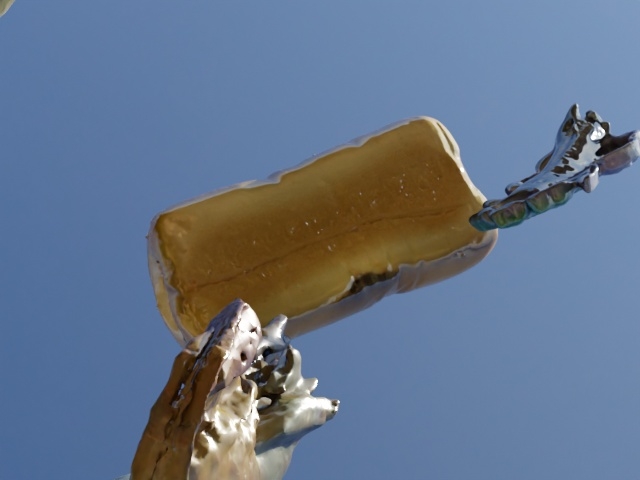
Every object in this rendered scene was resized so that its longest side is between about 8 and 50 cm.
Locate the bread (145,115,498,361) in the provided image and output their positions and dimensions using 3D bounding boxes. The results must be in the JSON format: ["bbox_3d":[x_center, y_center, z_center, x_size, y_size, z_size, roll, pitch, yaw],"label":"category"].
[{"bbox_3d":[0.000,0.000,1.114,0.305,0.091,0.142,-20,-106,-27],"label":"bread"}]

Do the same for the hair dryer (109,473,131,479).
[{"bbox_3d":[-0.020,0.187,0.781,0.267,0.229,0.092,22,-78,-13],"label":"hair dryer"}]

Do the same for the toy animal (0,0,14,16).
[{"bbox_3d":[-0.383,-0.186,1.118,0.363,0.180,0.181,-42,-162,17],"label":"toy animal"}]

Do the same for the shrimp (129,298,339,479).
[{"bbox_3d":[-0.024,0.068,0.629,0.066,0.117,0.262,25,-157,3],"label":"shrimp"}]

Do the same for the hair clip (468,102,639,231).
[{"bbox_3d":[0.174,-0.056,1.007,0.052,0.124,0.195,58,-145,-4],"label":"hair clip"}]
